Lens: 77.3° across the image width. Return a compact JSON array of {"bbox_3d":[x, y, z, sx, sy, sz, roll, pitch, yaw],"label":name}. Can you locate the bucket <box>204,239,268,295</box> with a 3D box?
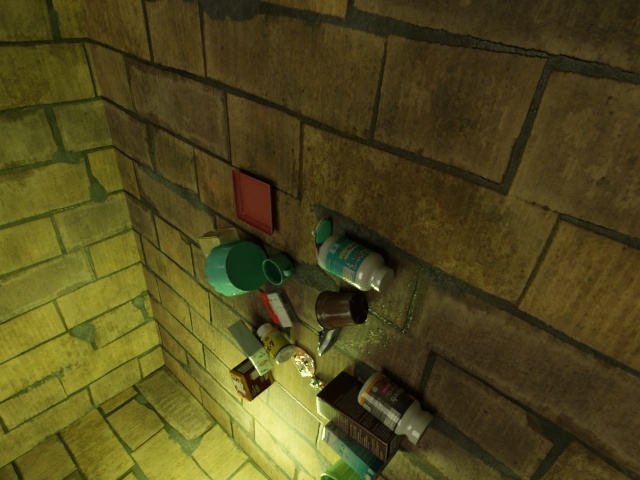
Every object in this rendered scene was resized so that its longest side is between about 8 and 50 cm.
[{"bbox_3d":[-0.397,0.132,1.944,0.183,0.281,0.281,-11,105,47],"label":"bucket"}]

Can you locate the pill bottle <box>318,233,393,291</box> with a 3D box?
[{"bbox_3d":[0.130,0.088,1.455,0.264,0.146,0.146,27,130,32],"label":"pill bottle"}]

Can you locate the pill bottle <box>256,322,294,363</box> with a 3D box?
[{"bbox_3d":[-0.244,0.544,2.135,0.208,0.119,0.119,39,137,34],"label":"pill bottle"}]

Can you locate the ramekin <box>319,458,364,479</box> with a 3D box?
[{"bbox_3d":[0.155,1.358,2.196,0.304,0.148,0.303,25,129,35],"label":"ramekin"}]

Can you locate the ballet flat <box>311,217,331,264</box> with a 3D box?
[{"bbox_3d":[0.000,0.000,1.604,0.079,0.077,0.221,42,141,50],"label":"ballet flat"}]

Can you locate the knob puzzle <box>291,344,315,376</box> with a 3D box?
[{"bbox_3d":[-0.098,0.641,2.119,0.213,0.030,0.213,25,128,35],"label":"knob puzzle"}]

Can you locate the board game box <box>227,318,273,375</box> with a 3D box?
[{"bbox_3d":[-0.390,0.605,2.255,0.224,0.098,0.303,43,158,30],"label":"board game box"}]

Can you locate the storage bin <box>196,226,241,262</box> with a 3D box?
[{"bbox_3d":[-0.523,0.079,2.151,0.261,0.123,0.262,-2,112,48],"label":"storage bin"}]

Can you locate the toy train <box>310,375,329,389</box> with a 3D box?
[{"bbox_3d":[0.004,0.780,2.084,0.166,0.046,0.125,14,122,40],"label":"toy train"}]

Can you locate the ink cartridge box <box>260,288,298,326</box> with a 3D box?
[{"bbox_3d":[-0.231,0.356,2.068,0.232,0.066,0.189,-21,97,46],"label":"ink cartridge box"}]

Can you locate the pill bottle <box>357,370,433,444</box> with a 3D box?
[{"bbox_3d":[0.303,0.675,1.621,0.279,0.162,0.162,31,132,29],"label":"pill bottle"}]

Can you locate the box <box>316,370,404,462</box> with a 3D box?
[{"bbox_3d":[0.184,0.769,1.777,0.382,0.191,0.143,24,129,36],"label":"box"}]

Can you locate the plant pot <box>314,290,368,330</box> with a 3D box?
[{"bbox_3d":[0.093,0.277,1.611,0.165,0.167,0.166,-12,104,40],"label":"plant pot"}]

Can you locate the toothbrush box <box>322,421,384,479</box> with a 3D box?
[{"bbox_3d":[0.188,0.914,1.842,0.296,0.216,0.126,31,132,31],"label":"toothbrush box"}]

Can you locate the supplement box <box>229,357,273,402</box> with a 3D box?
[{"bbox_3d":[-0.419,0.835,2.443,0.129,0.194,0.191,4,115,45],"label":"supplement box"}]

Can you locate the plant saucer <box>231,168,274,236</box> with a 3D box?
[{"bbox_3d":[-0.296,-0.177,1.816,0.259,0.048,0.258,26,131,34],"label":"plant saucer"}]

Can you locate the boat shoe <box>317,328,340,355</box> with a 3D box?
[{"bbox_3d":[0.024,0.440,1.836,0.076,0.080,0.228,44,137,27],"label":"boat shoe"}]

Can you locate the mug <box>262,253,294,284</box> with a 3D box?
[{"bbox_3d":[-0.179,0.133,1.842,0.158,0.097,0.129,36,134,25],"label":"mug"}]
